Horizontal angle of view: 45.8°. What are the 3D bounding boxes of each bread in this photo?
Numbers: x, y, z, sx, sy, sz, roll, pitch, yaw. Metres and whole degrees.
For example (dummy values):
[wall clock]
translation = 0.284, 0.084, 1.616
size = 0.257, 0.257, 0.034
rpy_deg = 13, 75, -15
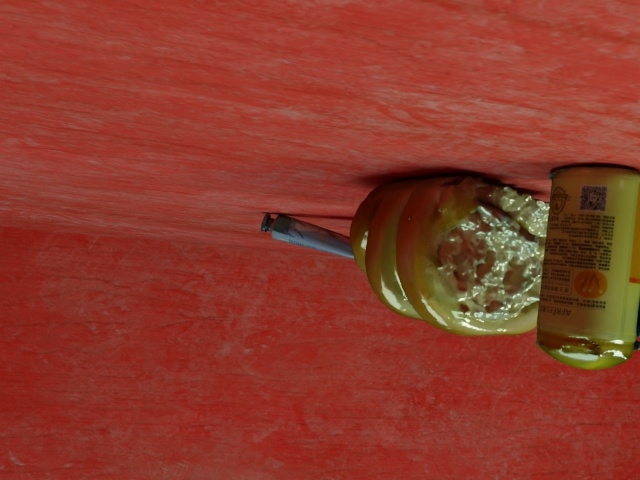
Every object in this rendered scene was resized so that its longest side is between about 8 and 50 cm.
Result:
[bread]
translation = 0.192, 0.033, 1.105
size = 0.316, 0.211, 0.270
rpy_deg = 18, 168, -34

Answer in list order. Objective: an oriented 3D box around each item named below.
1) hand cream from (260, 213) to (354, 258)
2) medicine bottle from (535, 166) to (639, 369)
[hand cream]
translation = 0.000, 0.000, 1.591
size = 0.256, 0.055, 0.088
rpy_deg = 18, -162, 8
[medicine bottle]
translation = 0.327, 0.035, 0.911
size = 0.124, 0.239, 0.124
rpy_deg = 5, 178, 0
